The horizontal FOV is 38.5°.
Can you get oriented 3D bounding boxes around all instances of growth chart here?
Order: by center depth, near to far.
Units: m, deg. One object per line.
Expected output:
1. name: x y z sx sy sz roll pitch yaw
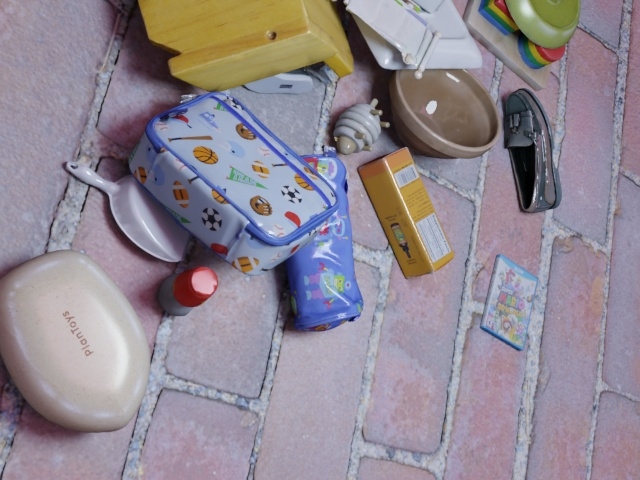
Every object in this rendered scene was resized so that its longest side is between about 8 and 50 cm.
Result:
1. growth chart: 0.123 -0.414 1.663 0.237 0.021 0.172 40 48 -7

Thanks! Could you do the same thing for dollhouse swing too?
1. dollhouse swing: -0.130 -0.416 1.560 0.315 0.305 0.346 -17 77 0

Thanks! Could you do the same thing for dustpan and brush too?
1. dustpan and brush: -0.291 -0.068 1.408 0.211 0.060 0.147 38 48 -31

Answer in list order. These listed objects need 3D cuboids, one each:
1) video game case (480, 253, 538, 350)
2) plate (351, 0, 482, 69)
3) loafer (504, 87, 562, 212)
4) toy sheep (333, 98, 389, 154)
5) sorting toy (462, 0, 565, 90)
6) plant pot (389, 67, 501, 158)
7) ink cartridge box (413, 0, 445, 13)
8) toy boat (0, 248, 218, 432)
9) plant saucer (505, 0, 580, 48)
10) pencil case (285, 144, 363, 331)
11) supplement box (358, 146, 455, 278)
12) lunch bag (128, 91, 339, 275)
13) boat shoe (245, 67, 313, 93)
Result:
1. video game case: 0.388 0.127 1.877 0.119 0.015 0.166 30 63 -27
2. plate: 0.172 -0.451 1.772 0.277 0.045 0.278 -8 64 -37
3. loafer: 0.439 -0.189 1.939 0.084 0.096 0.267 -17 92 -31
4. toy sheep: 0.072 -0.208 1.675 0.091 0.091 0.132 46 64 -19
5. sorting toy: 0.457 -0.511 2.023 0.255 0.089 0.257 33 62 -26
6. plant pot: 0.220 -0.236 1.754 0.237 0.109 0.237 17 51 -21
7. ink cartridge box: 0.159 -0.606 1.688 0.307 0.223 0.129 34 46 -8
8. toy boat: -0.296 0.124 1.315 0.318 0.148 0.267 -25 90 -30
9. plant saucer: 0.485 -0.533 1.967 0.241 0.037 0.240 9 74 -34
10. pencil case: 0.000 0.000 1.555 0.133 0.119 0.306 -6 84 -14
11. supplement box: 0.161 -0.050 1.713 0.080 0.078 0.233 -27 96 -40
12. lunch bag: -0.130 -0.100 1.415 0.303 0.115 0.243 44 40 9
13. boat shoe: -0.079 -0.287 1.613 0.142 0.049 0.040 1 53 -35
